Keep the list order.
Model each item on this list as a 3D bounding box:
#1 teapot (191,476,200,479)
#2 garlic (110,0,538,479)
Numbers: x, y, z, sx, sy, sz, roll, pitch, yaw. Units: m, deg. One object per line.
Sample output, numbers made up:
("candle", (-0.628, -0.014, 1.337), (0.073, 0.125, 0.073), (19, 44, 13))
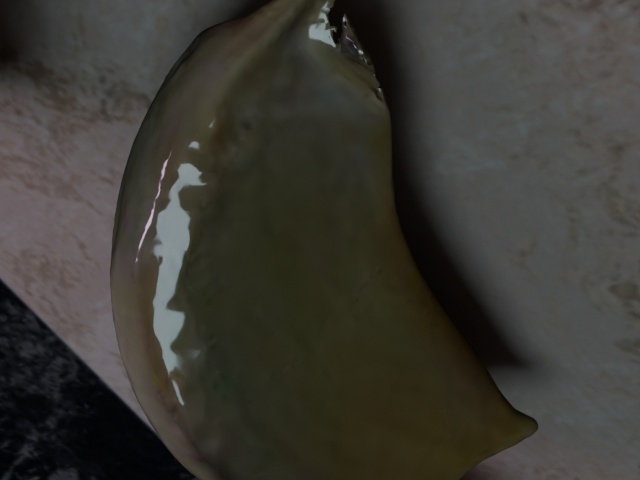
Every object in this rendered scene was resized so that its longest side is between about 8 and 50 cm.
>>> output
("teapot", (-0.017, 0.222, 0.978), (0.294, 0.129, 0.193), (-22, 102, 31))
("garlic", (-0.016, -0.006, 0.805), (0.196, 0.151, 0.338), (-16, 120, 3))
